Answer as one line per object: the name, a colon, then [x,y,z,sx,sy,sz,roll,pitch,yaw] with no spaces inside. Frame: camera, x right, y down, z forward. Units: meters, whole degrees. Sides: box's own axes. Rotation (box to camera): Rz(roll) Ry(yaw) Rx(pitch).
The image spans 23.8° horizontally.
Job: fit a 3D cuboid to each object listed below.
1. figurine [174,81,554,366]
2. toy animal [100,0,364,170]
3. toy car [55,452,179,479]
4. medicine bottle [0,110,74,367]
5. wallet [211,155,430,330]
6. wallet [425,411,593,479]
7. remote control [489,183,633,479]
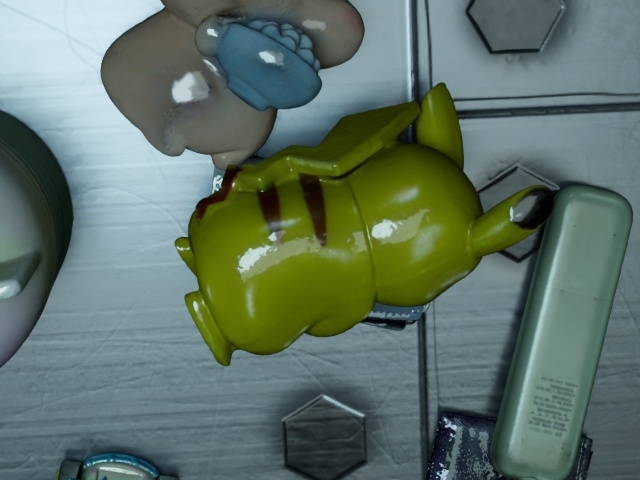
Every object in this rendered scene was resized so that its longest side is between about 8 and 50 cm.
figurine: [0.027,-0.016,1.395,0.326,0.218,0.169,-13,131,-5]
toy animal: [-0.083,-0.191,1.412,0.210,0.230,0.221,19,143,-34]
toy car: [-0.215,0.300,1.528,0.126,0.098,0.162,12,98,-4]
medicine bottle: [-0.345,0.011,1.310,0.235,0.406,0.236,-1,101,-4]
wallet: [0.000,0.000,1.506,0.230,0.069,0.170,6,95,1]
wallet: [0.194,0.243,1.580,0.165,0.030,0.111,12,93,-8]
remote control: [0.245,0.097,1.539,0.090,0.038,0.310,12,93,-6]
